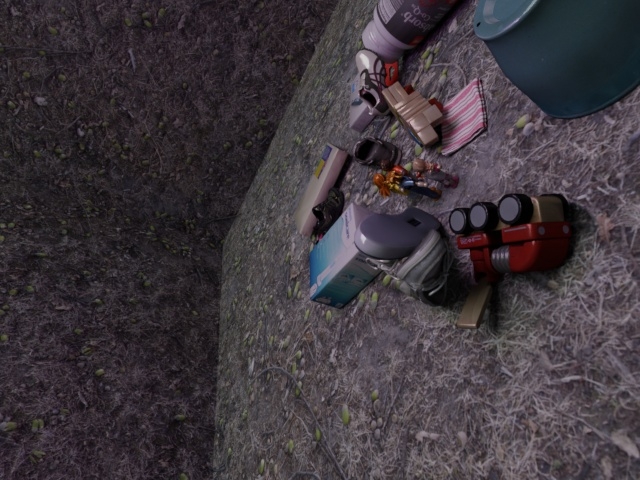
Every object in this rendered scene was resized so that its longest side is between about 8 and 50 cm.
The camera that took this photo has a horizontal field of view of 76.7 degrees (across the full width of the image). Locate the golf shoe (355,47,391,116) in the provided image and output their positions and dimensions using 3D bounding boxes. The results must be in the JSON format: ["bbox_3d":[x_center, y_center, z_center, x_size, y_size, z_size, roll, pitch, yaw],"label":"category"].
[{"bbox_3d":[0.187,-0.584,1.489,0.272,0.120,0.105,64,151,6],"label":"golf shoe"}]

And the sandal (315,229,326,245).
[{"bbox_3d":[0.000,0.000,1.697,0.067,0.040,0.179,-54,28,33],"label":"sandal"}]

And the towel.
[{"bbox_3d":[0.389,-0.344,1.123,0.144,0.029,0.196,-37,40,51],"label":"towel"}]

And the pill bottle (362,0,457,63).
[{"bbox_3d":[0.318,-0.813,1.414,0.363,0.210,0.210,-37,40,53],"label":"pill bottle"}]

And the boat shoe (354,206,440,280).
[{"bbox_3d":[0.170,0.018,0.988,0.367,0.136,0.156,-22,-38,-58],"label":"boat shoe"}]

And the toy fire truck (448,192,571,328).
[{"bbox_3d":[0.353,0.044,0.791,0.217,0.159,0.246,163,103,-68],"label":"toy fire truck"}]

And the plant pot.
[{"bbox_3d":[0.446,-0.411,0.763,0.271,0.256,0.271,-48,31,43],"label":"plant pot"}]

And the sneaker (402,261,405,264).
[{"bbox_3d":[0.258,0.085,1.054,0.135,0.052,0.057,-8,70,65],"label":"sneaker"}]

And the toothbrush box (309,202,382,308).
[{"bbox_3d":[0.085,0.056,1.358,0.295,0.126,0.216,-52,29,39],"label":"toothbrush box"}]

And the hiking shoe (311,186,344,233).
[{"bbox_3d":[0.027,-0.134,1.649,0.086,0.114,0.226,-40,37,50],"label":"hiking shoe"}]

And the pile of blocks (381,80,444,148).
[{"bbox_3d":[0.309,-0.384,1.240,0.113,0.149,0.362,-32,37,13],"label":"pile of blocks"}]

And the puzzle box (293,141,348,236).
[{"bbox_3d":[-0.008,-0.241,1.852,0.408,0.052,0.272,-64,17,15],"label":"puzzle box"}]

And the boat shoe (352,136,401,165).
[{"bbox_3d":[0.180,-0.333,1.489,0.112,0.096,0.335,-67,24,9],"label":"boat shoe"}]

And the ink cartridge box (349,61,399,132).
[{"bbox_3d":[0.217,-0.642,1.688,0.261,0.066,0.296,-42,36,50],"label":"ink cartridge box"}]

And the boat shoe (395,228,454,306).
[{"bbox_3d":[0.231,0.071,0.854,0.118,0.103,0.320,-49,-20,-11],"label":"boat shoe"}]

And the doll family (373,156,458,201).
[{"bbox_3d":[0.242,-0.159,1.131,0.263,0.163,0.118,23,93,67],"label":"doll family"}]
